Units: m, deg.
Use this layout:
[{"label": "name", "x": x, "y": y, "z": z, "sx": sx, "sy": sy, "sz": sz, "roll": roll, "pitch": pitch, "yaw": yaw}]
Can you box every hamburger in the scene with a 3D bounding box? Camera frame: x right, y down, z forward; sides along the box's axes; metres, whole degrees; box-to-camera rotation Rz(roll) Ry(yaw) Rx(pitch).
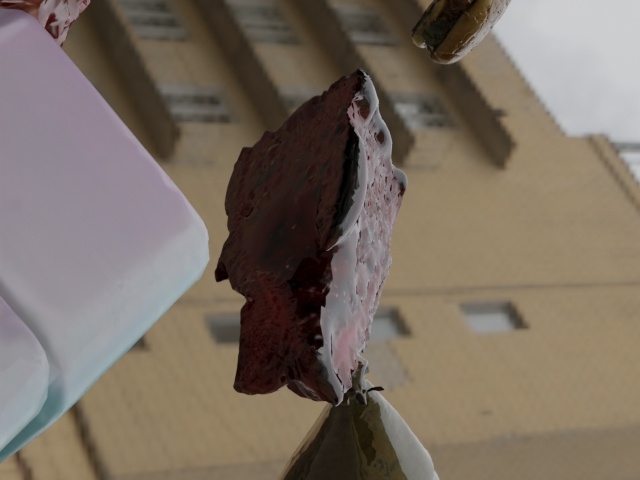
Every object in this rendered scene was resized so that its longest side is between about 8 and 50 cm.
[{"label": "hamburger", "x": 0.100, "y": -0.157, "z": 1.179, "sx": 0.044, "sy": 0.083, "sz": 0.076, "roll": 39, "pitch": -48, "yaw": 5}]

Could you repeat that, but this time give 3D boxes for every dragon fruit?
[{"label": "dragon fruit", "x": 0.014, "y": 0.011, "z": 0.911, "sx": 0.122, "sy": 0.092, "sz": 0.192, "roll": -41, "pitch": -150, "yaw": 35}]

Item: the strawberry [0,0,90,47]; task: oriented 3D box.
[{"label": "strawberry", "x": -0.139, "y": -0.171, "z": 0.601, "sx": 0.261, "sy": 0.258, "sz": 0.261, "roll": 167, "pitch": -90, "yaw": -71}]

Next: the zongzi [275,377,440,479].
[{"label": "zongzi", "x": -0.099, "y": 0.338, "z": 1.230, "sx": 0.218, "sy": 0.500, "sz": 0.467, "roll": 45, "pitch": -9, "yaw": 41}]

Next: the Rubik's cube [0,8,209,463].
[{"label": "Rubik's cube", "x": -0.268, "y": 0.015, "z": 0.328, "sx": 0.322, "sy": 0.316, "sz": 0.319, "roll": -38, "pitch": -85, "yaw": 21}]
